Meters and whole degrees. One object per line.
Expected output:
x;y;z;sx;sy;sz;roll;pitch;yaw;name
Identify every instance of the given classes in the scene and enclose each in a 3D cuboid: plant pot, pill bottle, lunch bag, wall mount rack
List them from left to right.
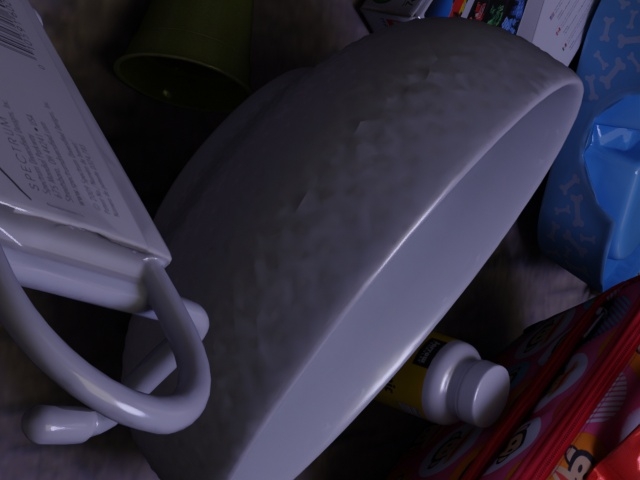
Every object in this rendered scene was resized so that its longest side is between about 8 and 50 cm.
-0.201;-0.040;0.552;0.130;0.350;0.304;-43;148;18;wall mount rack
-0.070;-0.126;0.817;0.083;0.083;0.079;32;65;-51;plant pot
0.080;0.099;1.042;0.065;0.116;0.065;-22;119;-46;pill bottle
0.178;0.161;1.068;0.120;0.258;0.293;48;55;-6;lunch bag

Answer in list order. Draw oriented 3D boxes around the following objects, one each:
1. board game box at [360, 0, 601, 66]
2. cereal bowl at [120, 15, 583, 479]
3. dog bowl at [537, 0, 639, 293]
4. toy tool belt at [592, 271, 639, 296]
0.159;-0.223;1.072;0.305;0.053;0.193;-57;140;-19;board game box
0.000;0.000;0.840;0.339;0.141;0.339;-46;167;-14;cereal bowl
0.260;-0.097;1.186;0.166;0.074;0.297;-27;134;-54;dog bowl
0.282;0.044;1.323;0.083;0.052;0.051;-4;98;-49;toy tool belt
